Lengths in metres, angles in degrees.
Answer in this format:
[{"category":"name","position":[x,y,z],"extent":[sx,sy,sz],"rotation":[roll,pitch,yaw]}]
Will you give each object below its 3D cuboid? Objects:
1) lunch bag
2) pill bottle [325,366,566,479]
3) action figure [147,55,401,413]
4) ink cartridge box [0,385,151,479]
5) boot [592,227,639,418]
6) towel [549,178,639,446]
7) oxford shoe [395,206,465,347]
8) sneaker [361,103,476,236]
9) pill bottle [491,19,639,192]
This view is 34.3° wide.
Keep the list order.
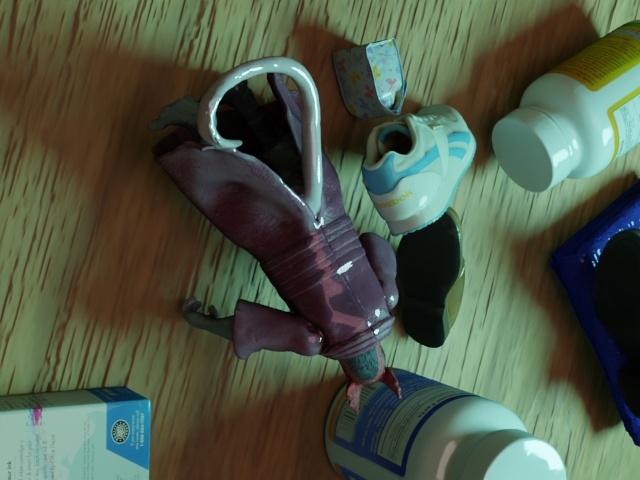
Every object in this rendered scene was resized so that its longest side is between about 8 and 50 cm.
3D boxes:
[{"category":"lunch bag","position":[0.058,-0.177,1.151],"extent":[0.053,0.071,0.083],"rotation":[-19,101,-30]},{"category":"pill bottle","position":[0.132,0.233,1.117],"extent":[0.152,0.272,0.152],"rotation":[-3,97,-29]},{"category":"action figure","position":[0.000,0.000,1.035],"extent":[0.248,0.275,0.370],"rotation":[-33,96,-29]},{"category":"ink cartridge box","position":[-0.284,0.218,0.991],"extent":[0.231,0.078,0.134],"rotation":[0,94,-30]},{"category":"boot","position":[0.481,0.059,1.324],"extent":[0.280,0.096,0.264],"rotation":[-30,107,-31]},{"category":"towel","position":[0.432,0.092,1.395],"extent":[0.227,0.076,0.308],"rotation":[-37,111,-29]},{"category":"oxford shoe","position":[0.133,0.027,1.183],"extent":[0.076,0.076,0.212],"rotation":[-50,154,-35]},{"category":"sneaker","position":[0.106,-0.101,1.126],"extent":[0.092,0.087,0.229],"rotation":[57,29,-21]},{"category":"pill bottle","position":[0.331,-0.160,1.270],"extent":[0.245,0.136,0.136],"rotation":[-33,110,-23]}]
